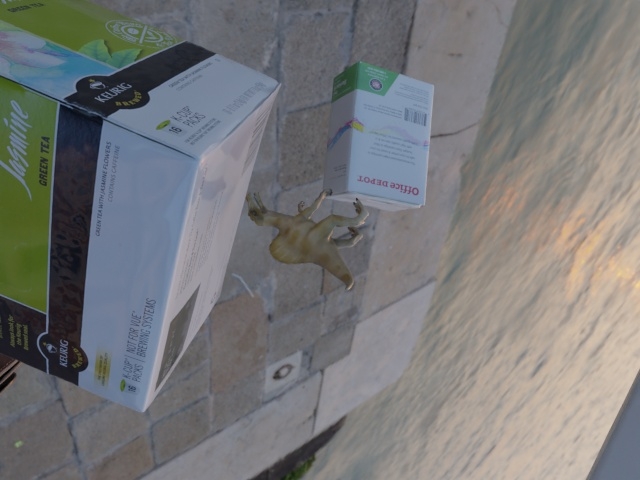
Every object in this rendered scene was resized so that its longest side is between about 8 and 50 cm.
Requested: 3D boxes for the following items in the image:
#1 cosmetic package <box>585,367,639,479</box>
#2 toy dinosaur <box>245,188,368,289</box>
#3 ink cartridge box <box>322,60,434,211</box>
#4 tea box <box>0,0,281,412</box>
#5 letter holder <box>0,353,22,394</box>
[{"bbox_3d":[0.376,0.301,0.354,0.327,0.330,0.393,-38,123,-33],"label":"cosmetic package"},{"bbox_3d":[0.000,0.000,0.502,0.093,0.183,0.053,-30,132,-23],"label":"toy dinosaur"},{"bbox_3d":[0.096,-0.164,0.888,0.155,0.093,0.212,8,82,-28],"label":"ink cartridge box"},{"bbox_3d":[-0.258,-0.051,0.560,0.220,0.324,0.328,-68,-179,-55],"label":"tea box"},{"bbox_3d":[-0.623,0.255,0.855,0.302,0.215,0.151,-51,153,-57],"label":"letter holder"}]
